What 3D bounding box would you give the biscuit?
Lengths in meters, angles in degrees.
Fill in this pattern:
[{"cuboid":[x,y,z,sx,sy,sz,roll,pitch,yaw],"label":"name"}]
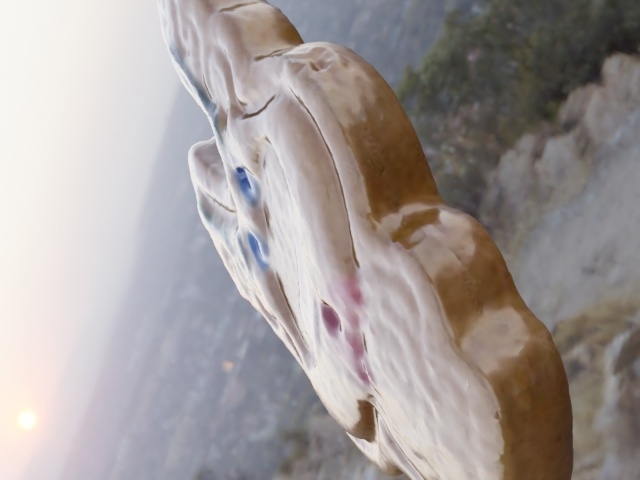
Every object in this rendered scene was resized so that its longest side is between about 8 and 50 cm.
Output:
[{"cuboid":[0.000,0.000,0.612,0.334,0.047,0.202,48,153,47],"label":"biscuit"}]
